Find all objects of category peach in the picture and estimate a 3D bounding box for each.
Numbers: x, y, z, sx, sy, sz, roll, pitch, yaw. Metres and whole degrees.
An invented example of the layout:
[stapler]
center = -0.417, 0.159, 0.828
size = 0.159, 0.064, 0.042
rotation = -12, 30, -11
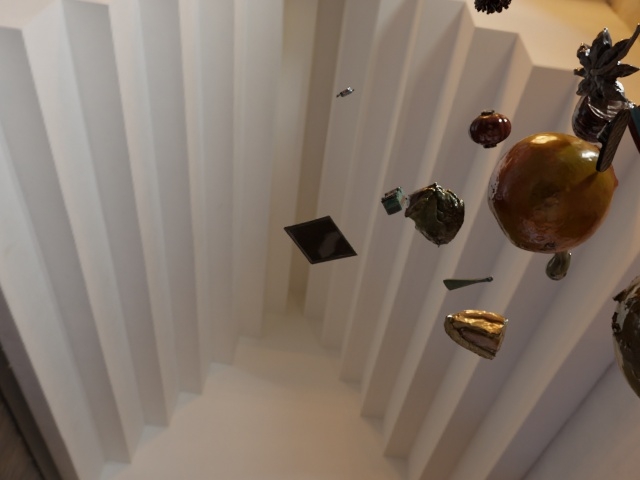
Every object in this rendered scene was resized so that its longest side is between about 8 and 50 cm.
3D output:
[peach]
center = 0.682, -0.145, 1.661
size = 0.290, 0.372, 0.373
rotation = 46, 47, -56

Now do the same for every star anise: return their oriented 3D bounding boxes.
[star anise]
center = 0.766, -0.468, 1.523
size = 0.262, 0.081, 0.230
rotation = 108, -29, -60

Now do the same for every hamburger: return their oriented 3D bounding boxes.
[hamburger]
center = 0.546, 0.316, 1.994
size = 0.155, 0.207, 0.135
rotation = -44, 140, -52

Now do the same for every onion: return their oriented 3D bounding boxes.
[onion]
center = 1.139, -0.494, 2.324
size = 0.207, 0.216, 0.206
rotation = -51, 165, -17

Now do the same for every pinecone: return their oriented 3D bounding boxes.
[pinecone]
center = 0.499, -0.705, 1.630
size = 0.102, 0.109, 0.102
rotation = 172, -90, -66

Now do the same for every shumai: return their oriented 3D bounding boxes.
[shumai]
center = 0.324, -0.078, 1.651
size = 0.184, 0.142, 0.184
rotation = -50, -149, 46

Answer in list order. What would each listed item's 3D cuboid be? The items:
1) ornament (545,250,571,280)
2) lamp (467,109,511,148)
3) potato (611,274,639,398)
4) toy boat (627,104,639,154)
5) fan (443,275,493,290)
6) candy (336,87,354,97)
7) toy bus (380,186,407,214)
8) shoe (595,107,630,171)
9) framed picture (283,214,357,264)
[ornament]
center = 0.793, 0.060, 1.862
size = 0.075, 0.081, 0.156
rotation = -125, -147, -58
[lamp]
center = 0.406, -0.268, 1.356
size = 0.101, 0.101, 0.090
rotation = -83, 166, -72
[potato]
center = 0.957, 0.285, 1.457
size = 0.442, 0.319, 0.385
rotation = 62, -34, 4
[toy boat]
center = 1.202, -0.306, 1.997
size = 0.079, 0.136, 0.392
rotation = 125, -48, -63
[fan]
center = 0.400, 0.113, 1.529
size = 0.038, 0.016, 0.193
rotation = 58, -25, -6
[candy]
center = 0.096, -0.565, 2.154
size = 0.020, 0.083, 0.030
rotation = 63, -20, 3
[toy bus]
center = 0.326, -0.174, 2.471
size = 0.092, 0.079, 0.160
rotation = 63, 23, -10
[shoe]
center = 0.755, -0.268, 1.491
size = 0.049, 0.071, 0.179
rotation = 41, -38, 41
[framed picture]
center = 0.000, 0.000, 2.113
size = 0.252, 0.197, 0.014
rotation = -13, -147, 44
